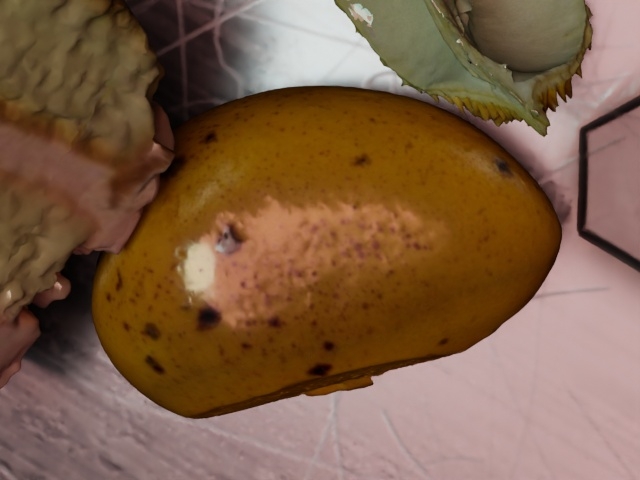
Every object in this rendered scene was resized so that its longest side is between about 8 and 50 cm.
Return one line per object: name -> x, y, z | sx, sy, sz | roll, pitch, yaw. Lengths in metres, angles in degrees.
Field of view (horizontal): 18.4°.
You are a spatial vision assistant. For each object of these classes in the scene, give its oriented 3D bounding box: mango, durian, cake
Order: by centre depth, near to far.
cake -> -0.283, -0.069, 1.125 | 0.314, 0.293, 0.307 | 34, 92, 35
durian -> 0.074, -0.167, 1.179 | 0.144, 0.139, 0.252 | -27, 85, 6
mango -> 0.000, 0.000, 1.204 | 0.290, 0.160, 0.191 | -10, 87, 5
